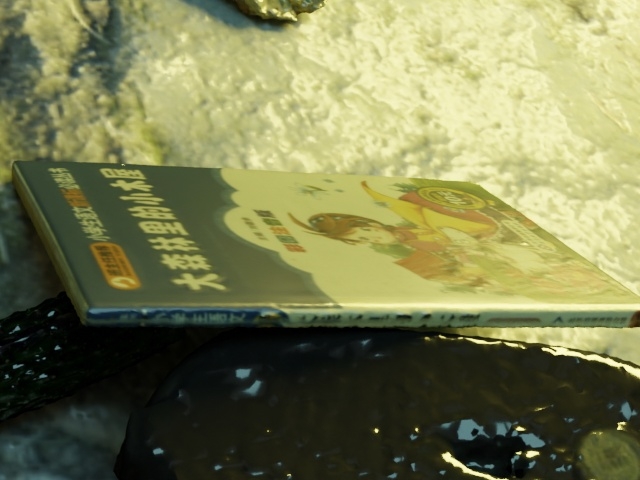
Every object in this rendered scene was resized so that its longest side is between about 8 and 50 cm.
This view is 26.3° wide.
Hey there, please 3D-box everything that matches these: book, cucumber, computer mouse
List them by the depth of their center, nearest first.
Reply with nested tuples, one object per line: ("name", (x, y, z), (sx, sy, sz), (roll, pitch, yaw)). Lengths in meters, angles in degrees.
("computer mouse", (0.057, 0.134, 0.692), (0.323, 0.116, 0.183), (7, 43, -7))
("cucumber", (-0.155, 0.061, 0.713), (0.187, 0.058, 0.058), (-22, 60, -36))
("book", (0.000, 0.000, 0.790), (0.322, 0.018, 0.228), (2, 19, -23))

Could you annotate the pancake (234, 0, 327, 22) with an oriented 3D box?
("pancake", (-0.135, -0.258, 1.024), (0.244, 0.057, 0.266), (-13, 56, -32))
